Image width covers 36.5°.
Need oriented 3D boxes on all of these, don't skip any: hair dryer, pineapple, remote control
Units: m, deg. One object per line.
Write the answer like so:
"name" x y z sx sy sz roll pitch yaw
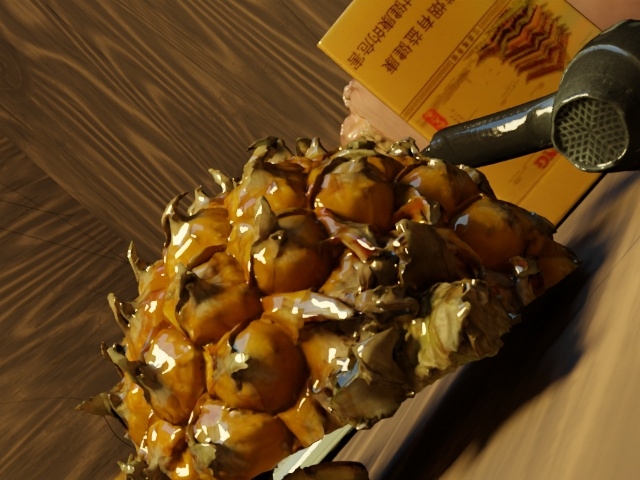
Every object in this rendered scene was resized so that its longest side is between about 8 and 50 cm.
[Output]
"hair dryer" 0.162 -0.097 0.702 0.271 0.091 0.235 -12 17 45
"pineapple" 0.001 -0.001 0.583 0.344 0.209 0.286 -32 -7 -18
"remote control" 0.035 0.174 1.077 0.293 0.051 0.103 -50 -3 -1

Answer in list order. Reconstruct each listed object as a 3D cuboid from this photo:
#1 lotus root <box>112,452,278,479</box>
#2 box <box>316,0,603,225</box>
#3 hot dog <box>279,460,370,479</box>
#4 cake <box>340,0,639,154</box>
"lotus root" -0.125 0.257 0.717 0.314 0.141 0.169 -58 -3 -19
"box" 0.155 -0.155 0.890 0.174 0.274 0.076 -50 -3 10
"hot dog" -0.018 0.178 0.590 0.078 0.061 0.169 5 -24 -28
"cake" 0.202 -0.183 1.207 0.314 0.293 0.307 -55 -5 -11
